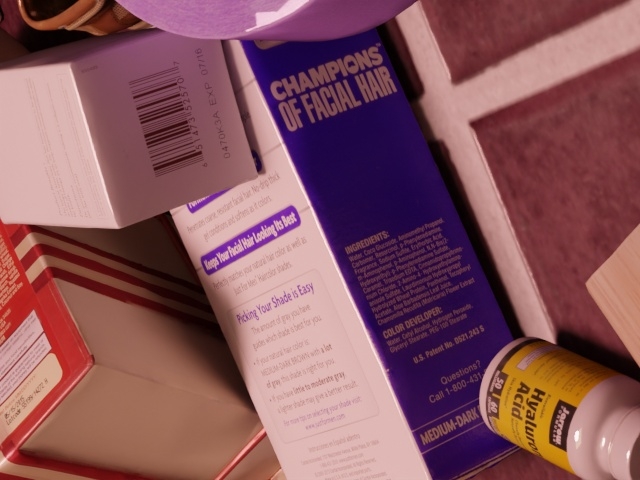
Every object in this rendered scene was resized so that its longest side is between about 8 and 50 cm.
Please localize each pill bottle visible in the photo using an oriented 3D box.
[{"bbox_3d":[0.152,0.102,1.020,0.116,0.065,0.065,23,128,49],"label":"pill bottle"}]

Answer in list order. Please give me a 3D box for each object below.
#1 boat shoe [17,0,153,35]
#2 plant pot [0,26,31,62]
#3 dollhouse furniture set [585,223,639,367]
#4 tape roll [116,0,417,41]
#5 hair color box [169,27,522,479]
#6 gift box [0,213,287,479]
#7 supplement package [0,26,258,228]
[{"bbox_3d":[-0.128,-0.237,1.182,0.122,0.120,0.324,56,148,18],"label":"boat shoe"},{"bbox_3d":[-0.269,-0.010,1.449,0.191,0.284,0.284,34,149,-10],"label":"plant pot"},{"bbox_3d":[0.296,-0.055,0.510,0.362,0.256,0.394,57,148,16],"label":"dollhouse furniture set"},{"bbox_3d":[-0.030,-0.246,0.959,0.275,0.090,0.275,4,96,40],"label":"tape roll"},{"bbox_3d":[0.000,0.000,1.151,0.185,0.110,0.339,-27,88,60],"label":"hair color box"},{"bbox_3d":[-0.175,0.134,1.276,0.255,0.258,0.276,-43,52,20],"label":"gift box"},{"bbox_3d":[-0.137,-0.072,1.112,0.179,0.105,0.105,4,113,57],"label":"supplement package"}]
